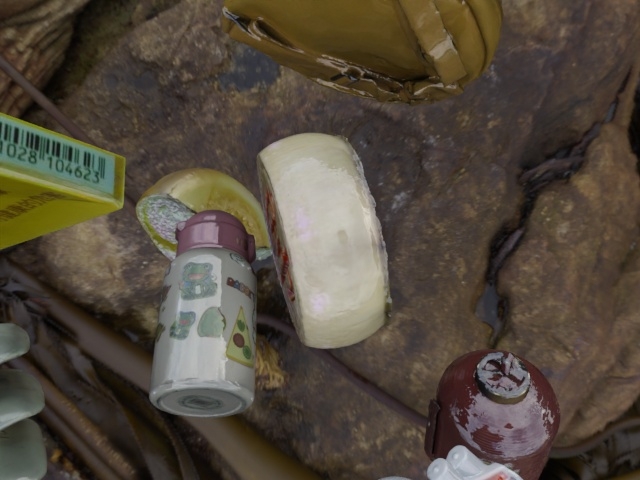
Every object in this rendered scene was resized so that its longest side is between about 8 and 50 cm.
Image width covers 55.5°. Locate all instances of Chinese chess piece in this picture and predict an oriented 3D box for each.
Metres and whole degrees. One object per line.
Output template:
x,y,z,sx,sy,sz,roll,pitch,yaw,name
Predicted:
0.000,0.000,0.764,0.112,0.270,0.270,-14,89,-9,Chinese chess piece

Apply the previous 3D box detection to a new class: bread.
-0.199,-0.037,1.108,0.260,0.158,0.156,46,44,-28,bread

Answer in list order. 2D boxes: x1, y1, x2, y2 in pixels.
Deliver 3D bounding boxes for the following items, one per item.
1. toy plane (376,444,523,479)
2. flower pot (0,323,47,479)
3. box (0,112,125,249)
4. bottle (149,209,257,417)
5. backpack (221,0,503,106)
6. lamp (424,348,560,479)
0.140,0.359,0.682,0.252,0.118,0.252,0,89,-19,toy plane
-0.395,0.227,0.544,0.254,0.164,0.367,22,88,-29,flower pot
-0.257,-0.046,0.299,0.153,0.279,0.041,-12,71,34,box
-0.135,0.077,0.744,0.120,0.120,0.253,2,56,-4,bottle
0.060,-0.325,0.821,0.353,0.378,0.201,1,71,38,backpack
0.239,0.260,0.870,0.180,0.180,0.258,-10,131,-5,lamp
